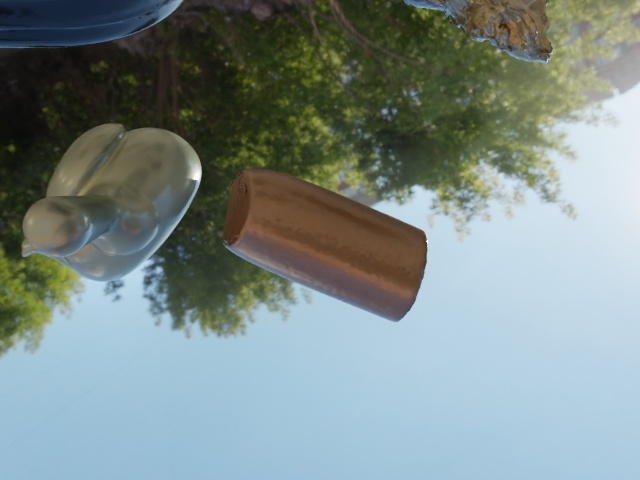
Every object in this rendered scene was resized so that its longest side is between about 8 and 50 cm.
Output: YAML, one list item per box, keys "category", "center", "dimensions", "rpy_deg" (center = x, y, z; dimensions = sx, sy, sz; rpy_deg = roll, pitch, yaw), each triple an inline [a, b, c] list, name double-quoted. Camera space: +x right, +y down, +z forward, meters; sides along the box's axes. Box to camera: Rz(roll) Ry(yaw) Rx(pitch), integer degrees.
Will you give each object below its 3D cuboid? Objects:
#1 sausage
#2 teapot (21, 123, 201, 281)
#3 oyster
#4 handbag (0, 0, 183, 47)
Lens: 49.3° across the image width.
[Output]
- category: "sausage"
  center: [0.000, 0.000, 0.852]
  dimensions: [0.123, 0.253, 0.123]
  rpy_deg: [-158, -90, -83]
- category: "teapot"
  center: [-0.229, -0.053, 0.794]
  dimensions: [0.219, 0.149, 0.318]
  rpy_deg: [-59, -160, -16]
- category: "oyster"
  center: [0.164, -0.276, 0.775]
  dimensions: [0.107, 0.233, 0.161]
  rpy_deg: [-44, 180, 25]
- category: "handbag"
  center: [-0.221, -0.232, 0.443]
  dimensions: [0.308, 0.253, 0.093]
  rpy_deg: [-7, 150, -22]
